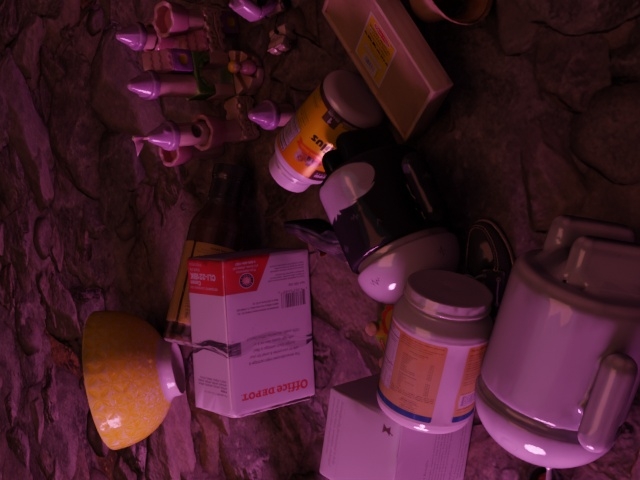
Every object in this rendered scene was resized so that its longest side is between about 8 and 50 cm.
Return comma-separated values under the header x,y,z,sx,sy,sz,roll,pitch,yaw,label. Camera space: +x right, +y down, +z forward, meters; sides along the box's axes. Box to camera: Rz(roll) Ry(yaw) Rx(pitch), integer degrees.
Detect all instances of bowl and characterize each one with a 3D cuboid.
x,y,z,sx,sy,sz,roll,pitch,yaw,label
-0.367,0.274,2.046,0.156,0.289,0.289,-10,87,3,bowl

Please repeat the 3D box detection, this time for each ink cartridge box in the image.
x,y,z,sx,sy,sz,roll,pitch,yaw,label
-0.120,0.157,1.768,0.114,0.197,0.272,1,96,47,ink cartridge box

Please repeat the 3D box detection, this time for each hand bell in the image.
x,y,z,sx,sy,sz,roll,pitch,yaw,label
0.140,-0.348,1.524,0.242,0.126,0.126,-20,81,59,hand bell

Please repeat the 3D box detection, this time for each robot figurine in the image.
x,y,z,sx,sy,sz,roll,pitch,yaw,label
0.321,0.149,1.306,0.300,0.200,0.353,-104,26,-67,robot figurine
0.106,-0.037,1.532,0.174,0.209,0.278,-26,73,7,robot figurine

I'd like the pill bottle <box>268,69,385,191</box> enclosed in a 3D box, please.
x,y,z,sx,sy,sz,roll,pitch,yaw,label
0.003,-0.174,1.654,0.215,0.117,0.117,-45,63,40,pill bottle

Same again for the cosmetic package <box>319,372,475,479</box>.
x,y,z,sx,sy,sz,roll,pitch,yaw,label
0.120,0.303,1.547,0.151,0.184,0.151,21,109,43,cosmetic package

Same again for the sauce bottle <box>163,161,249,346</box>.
x,y,z,sx,sy,sz,roll,pitch,yaw,label
-0.200,0.028,1.842,0.111,0.111,0.344,4,77,46,sauce bottle

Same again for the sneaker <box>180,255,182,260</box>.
x,y,z,sx,sy,sz,roll,pitch,yaw,label
-0.182,0.097,1.921,0.121,0.079,0.217,-34,76,37,sneaker

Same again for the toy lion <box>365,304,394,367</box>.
x,y,z,sx,sy,sz,roll,pitch,yaw,label
0.126,0.152,1.636,0.096,0.034,0.100,-31,73,36,toy lion

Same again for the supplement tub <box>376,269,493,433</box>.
x,y,z,sx,sy,sz,roll,pitch,yaw,label
0.165,0.156,1.419,0.144,0.144,0.199,29,119,40,supplement tub

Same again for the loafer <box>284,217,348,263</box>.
x,y,z,sx,sy,sz,roll,pitch,yaw,label
0.000,0.000,1.724,0.170,0.062,0.061,17,112,45,loafer

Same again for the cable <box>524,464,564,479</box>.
x,y,z,sx,sy,sz,roll,pitch,yaw,label
0.337,0.422,1.370,0.139,0.072,0.287,-59,35,19,cable

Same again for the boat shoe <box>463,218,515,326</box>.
x,y,z,sx,sy,sz,roll,pitch,yaw,label
0.244,0.071,1.474,0.075,0.065,0.206,-7,90,46,boat shoe

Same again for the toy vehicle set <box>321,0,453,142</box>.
x,y,z,sx,sy,sz,roll,pitch,yaw,label
0.096,-0.298,1.524,0.267,0.035,0.166,60,160,12,toy vehicle set

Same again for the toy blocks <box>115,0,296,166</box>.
x,y,z,sx,sy,sz,roll,pitch,yaw,label
-0.232,-0.299,1.779,0.309,0.260,0.288,-14,85,46,toy blocks
